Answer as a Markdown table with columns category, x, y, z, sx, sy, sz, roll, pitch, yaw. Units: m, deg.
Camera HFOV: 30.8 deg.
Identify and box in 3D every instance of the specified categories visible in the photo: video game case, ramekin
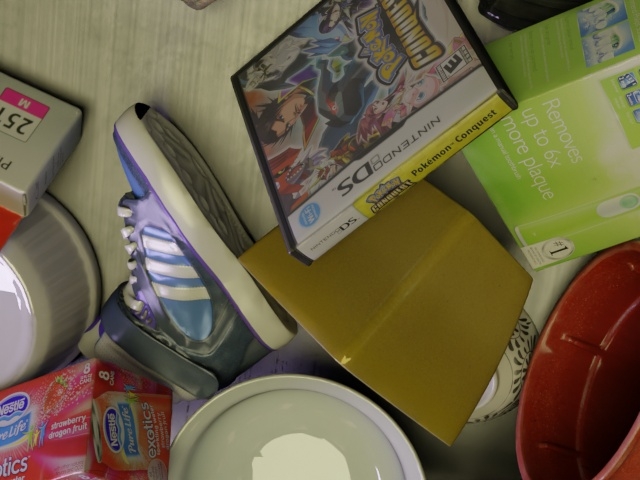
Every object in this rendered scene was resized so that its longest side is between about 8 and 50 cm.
| category | x | y | z | sx | sy | sz | roll | pitch | yaw |
| --- | --- | --- | --- | --- | --- | --- | --- | --- | --- |
| video game case | 0.037 | -0.146 | 1.131 | 0.248 | 0.274 | 0.035 | -38 | 135 | 18 |
| ramekin | -0.399 | 0.064 | 1.331 | 0.273 | 0.127 | 0.272 | 3 | 108 | 9 |

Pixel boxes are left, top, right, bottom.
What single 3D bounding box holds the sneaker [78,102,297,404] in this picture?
| category | x | y | z | sx | sy | sz | roll | pitch | yaw |
| --- | --- | --- | --- | --- | --- | --- | --- | --- | --- |
| sneaker | -0.199 | 0.038 | 1.285 | 0.236 | 0.130 | 0.322 | -29 | 106 | 13 |

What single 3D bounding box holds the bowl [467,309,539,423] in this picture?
| category | x | y | z | sx | sy | sz | roll | pitch | yaw |
| --- | --- | --- | --- | --- | --- | --- | --- | --- | --- |
| bowl | 0.159 | 0.139 | 1.282 | 0.170 | 0.080 | 0.170 | 3 | 107 | 9 |

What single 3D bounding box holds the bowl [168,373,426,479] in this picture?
| category | x | y | z | sx | sy | sz | roll | pitch | yaw |
| --- | --- | --- | --- | --- | --- | --- | --- | --- | --- |
| bowl | -0.028 | 0.289 | 1.314 | 0.298 | 0.134 | 0.297 | 0 | 91 | 2 |

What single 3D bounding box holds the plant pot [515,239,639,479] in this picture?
| category | x | y | z | sx | sy | sz | roll | pitch | yaw |
| --- | --- | --- | --- | --- | --- | --- | --- | --- | --- |
| plant pot | 0.379 | 0.171 | 1.160 | 0.265 | 0.272 | 0.272 | 21 | 110 | -12 |

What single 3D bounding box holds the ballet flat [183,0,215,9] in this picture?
| category | x | y | z | sx | sy | sz | roll | pitch | yaw |
| --- | --- | --- | --- | --- | --- | --- | --- | --- | --- |
| ballet flat | -0.007 | -0.326 | 1.158 | 0.349 | 0.123 | 0.123 | -20 | 103 | 15 |

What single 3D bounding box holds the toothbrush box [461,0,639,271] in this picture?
| category | x | y | z | sx | sy | sz | roll | pitch | yaw |
| --- | --- | --- | --- | --- | --- | --- | --- | --- | --- |
| toothbrush box | 0.290 | -0.117 | 1.105 | 0.283 | 0.122 | 0.206 | -21 | 128 | 21 |

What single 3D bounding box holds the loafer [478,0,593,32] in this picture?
| category | x | y | z | sx | sy | sz | roll | pitch | yaw |
| --- | --- | --- | --- | --- | --- | --- | --- | --- | --- |
| loafer | 0.267 | -0.218 | 1.162 | 0.223 | 0.076 | 0.078 | 20 | 147 | -5 |

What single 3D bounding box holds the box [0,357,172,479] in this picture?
| category | x | y | z | sx | sy | sz | roll | pitch | yaw |
| --- | --- | --- | --- | --- | --- | --- | --- | --- | --- |
| box | -0.294 | 0.231 | 1.262 | 0.257 | 0.128 | 0.123 | -20 | 144 | 32 |

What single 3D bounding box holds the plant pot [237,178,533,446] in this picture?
| category | x | y | z | sx | sy | sz | roll | pitch | yaw |
| --- | --- | --- | --- | --- | --- | --- | --- | --- | --- |
| plant pot | 0.083 | 0.044 | 1.178 | 0.187 | 0.212 | 0.212 | -49 | 133 | 1 |

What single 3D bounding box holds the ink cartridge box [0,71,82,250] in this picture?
| category | x | y | z | sx | sy | sz | roll | pitch | yaw |
| --- | --- | --- | --- | --- | --- | --- | --- | --- | --- |
| ink cartridge box | -0.433 | -0.098 | 1.239 | 0.275 | 0.238 | 0.060 | 25 | 147 | 1 |
